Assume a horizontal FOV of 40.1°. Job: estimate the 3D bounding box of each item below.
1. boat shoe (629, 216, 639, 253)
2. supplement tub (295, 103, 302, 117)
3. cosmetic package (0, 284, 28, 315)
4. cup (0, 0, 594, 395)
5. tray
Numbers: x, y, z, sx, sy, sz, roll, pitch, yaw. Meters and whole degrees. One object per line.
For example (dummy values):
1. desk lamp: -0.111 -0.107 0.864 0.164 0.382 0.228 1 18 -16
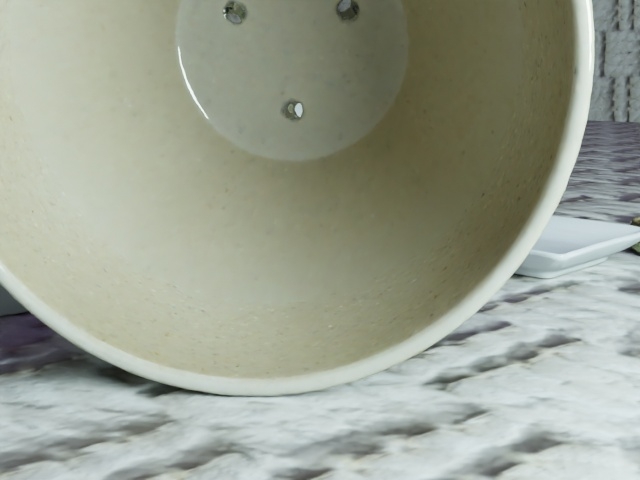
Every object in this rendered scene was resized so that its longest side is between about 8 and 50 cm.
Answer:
1. boat shoe: 0.308 -0.006 0.737 0.056 0.048 0.153 -2 11 -6
2. supplement tub: -0.015 -0.278 1.654 0.241 0.241 0.331 0 11 5
3. cosmetic package: -0.332 0.029 0.600 0.239 0.060 0.099 -8 12 -31
4. cup: -0.030 -0.111 0.520 0.331 0.331 0.237 0 17 6
5. tray: 0.139 -0.004 0.793 0.145 0.030 0.270 -10 14 -42
